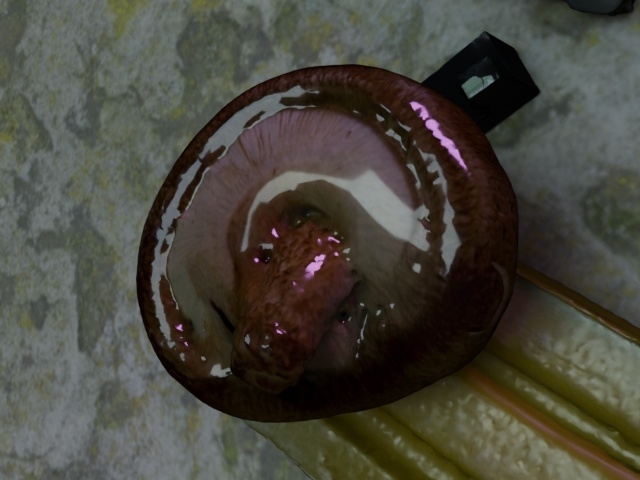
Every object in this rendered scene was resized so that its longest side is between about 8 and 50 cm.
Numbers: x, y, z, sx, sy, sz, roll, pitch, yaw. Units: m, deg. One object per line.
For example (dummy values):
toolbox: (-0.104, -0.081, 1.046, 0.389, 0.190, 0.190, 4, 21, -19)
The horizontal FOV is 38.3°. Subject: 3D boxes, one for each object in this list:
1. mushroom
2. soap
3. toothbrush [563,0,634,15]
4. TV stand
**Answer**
mushroom: (0.007, 0.005, 0.545, 0.231, 0.138, 0.194, -13, 62, 24)
soap: (0.109, 0.113, 0.579, 0.315, 0.091, 0.199, 32, 101, 36)
toothbrush: (0.090, -0.196, 0.679, 0.297, 0.031, 0.030, 21, 102, 38)
TV stand: (0.039, -0.053, 0.681, 0.256, 0.049, 0.040, -37, 64, 26)
